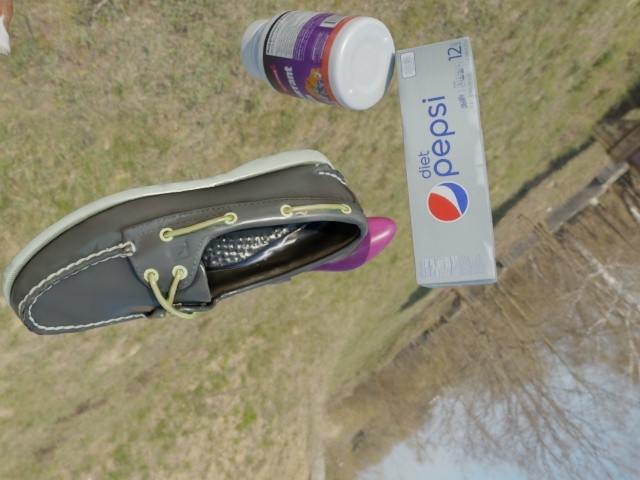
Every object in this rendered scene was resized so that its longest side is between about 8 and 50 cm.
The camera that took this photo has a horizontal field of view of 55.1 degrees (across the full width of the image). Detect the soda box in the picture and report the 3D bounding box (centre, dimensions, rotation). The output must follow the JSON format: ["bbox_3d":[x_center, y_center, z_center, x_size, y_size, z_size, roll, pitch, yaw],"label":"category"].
[{"bbox_3d":[0.154,-0.087,0.744,0.091,0.286,0.098,-7,172,17],"label":"soda box"}]

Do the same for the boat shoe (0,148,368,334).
[{"bbox_3d":[-0.079,0.008,0.387,0.228,0.068,0.081,-22,140,-17],"label":"boat shoe"}]

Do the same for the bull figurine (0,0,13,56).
[{"bbox_3d":[-0.314,-0.281,0.517,0.310,0.101,0.188,-165,-95,-78],"label":"bull figurine"}]

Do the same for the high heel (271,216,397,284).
[{"bbox_3d":[0.000,0.000,0.967,0.244,0.082,0.117,-15,154,6],"label":"high heel"}]

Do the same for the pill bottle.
[{"bbox_3d":[-0.012,-0.233,0.777,0.108,0.193,0.108,-23,123,-40],"label":"pill bottle"}]
